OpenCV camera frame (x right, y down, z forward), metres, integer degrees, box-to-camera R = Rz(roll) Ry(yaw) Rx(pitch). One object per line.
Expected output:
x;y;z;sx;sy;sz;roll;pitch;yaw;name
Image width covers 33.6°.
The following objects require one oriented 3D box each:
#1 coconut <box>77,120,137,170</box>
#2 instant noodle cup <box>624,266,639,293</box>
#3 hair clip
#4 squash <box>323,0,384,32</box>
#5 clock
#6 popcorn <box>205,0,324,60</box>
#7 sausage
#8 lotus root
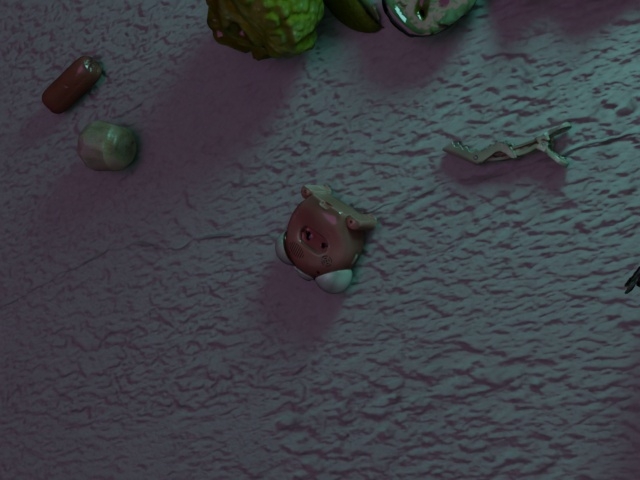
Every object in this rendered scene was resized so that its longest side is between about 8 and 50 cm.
-0.441;-0.192;2.161;0.125;0.110;0.110;10;95;29;coconut
0.611;0.017;1.398;0.266;0.340;0.340;41;111;14;instant noodle cup
0.304;-0.142;1.731;0.226;0.034;0.072;-7;87;32;hair clip
0.022;-0.485;1.915;0.093;0.169;0.252;-32;107;31;squash
0.000;0.000;1.889;0.166;0.093;0.162;34;110;27;clock
-0.096;-0.415;1.871;0.225;0.286;0.173;40;72;8;popcorn
-0.523;-0.328;2.229;0.154;0.062;0.062;-36;72;27;sausage
0.190;-0.442;1.779;0.183;0.078;0.203;-6;90;22;lotus root
